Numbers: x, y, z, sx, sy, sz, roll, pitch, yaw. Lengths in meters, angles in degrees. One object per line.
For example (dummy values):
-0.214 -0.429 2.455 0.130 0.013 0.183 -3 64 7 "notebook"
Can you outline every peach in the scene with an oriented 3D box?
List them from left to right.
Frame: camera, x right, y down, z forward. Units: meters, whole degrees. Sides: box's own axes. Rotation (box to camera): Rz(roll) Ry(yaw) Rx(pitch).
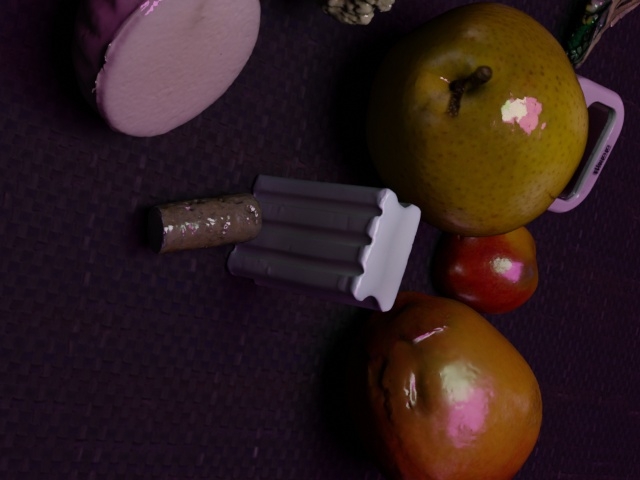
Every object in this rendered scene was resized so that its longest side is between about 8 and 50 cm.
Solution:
0.197 0.255 1.777 0.372 0.289 0.373 -4 95 -43 "peach"
0.300 0.045 1.971 0.190 0.192 0.190 2 90 -83 "peach"

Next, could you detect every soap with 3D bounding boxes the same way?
0.000 0.000 1.552 0.087 0.265 0.160 26 77 -45 "soap"

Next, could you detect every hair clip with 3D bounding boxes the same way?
0.583 -0.479 2.186 0.091 0.138 0.321 42 58 8 "hair clip"

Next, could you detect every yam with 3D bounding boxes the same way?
-0.165 -0.023 1.517 0.179 0.078 0.078 -11 105 -42 "yam"

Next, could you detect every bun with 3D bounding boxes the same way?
-0.221 -0.278 1.370 0.263 0.175 0.263 -36 157 -18 "bun"

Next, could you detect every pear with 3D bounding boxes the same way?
0.247 -0.187 1.713 0.418 0.362 0.362 47 61 -68 "pear"

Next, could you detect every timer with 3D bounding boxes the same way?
0.462 -0.186 2.077 0.237 0.087 0.262 12 107 -45 "timer"

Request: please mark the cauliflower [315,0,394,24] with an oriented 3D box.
0.049 -0.439 1.525 0.327 0.281 0.260 10 106 -20 "cauliflower"
